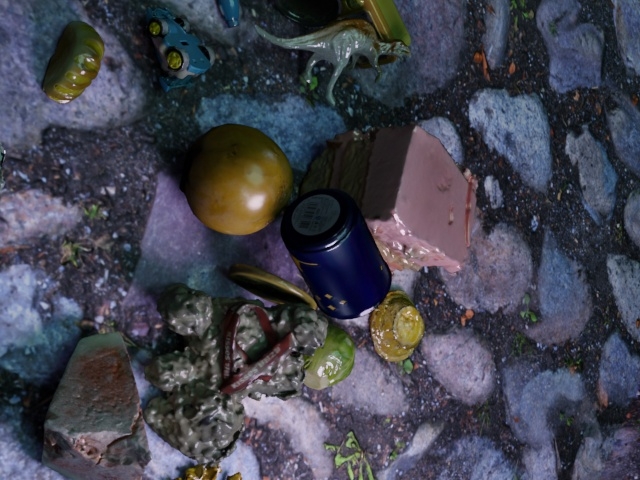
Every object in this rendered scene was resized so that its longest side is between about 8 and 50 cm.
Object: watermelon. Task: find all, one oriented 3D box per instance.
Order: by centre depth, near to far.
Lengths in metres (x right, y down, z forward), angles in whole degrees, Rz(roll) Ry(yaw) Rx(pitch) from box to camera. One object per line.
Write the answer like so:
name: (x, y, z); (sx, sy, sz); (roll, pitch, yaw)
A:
watermelon: (-0.391, 0.336, 1.479); (0.193, 0.232, 0.310); (15, 98, -7)

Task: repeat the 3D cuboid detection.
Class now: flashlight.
flashlight: (-0.198, -0.526, 1.739); (0.051, 0.051, 0.129); (-25, 109, -39)

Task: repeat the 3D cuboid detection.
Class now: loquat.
loquat: (-0.170, -0.124, 1.648); (0.235, 0.235, 0.234); (-1, 91, -42)

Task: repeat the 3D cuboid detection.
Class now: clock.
clock: (0.115, -0.527, 1.954); (0.096, 0.143, 0.202); (-53, 123, -35)

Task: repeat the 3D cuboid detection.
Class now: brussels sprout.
brussels sprout: (0.016, 0.272, 1.893); (0.155, 0.118, 0.155); (6, 83, -50)

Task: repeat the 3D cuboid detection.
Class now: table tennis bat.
table tennis bat: (-0.081, 0.125, 1.774); (0.050, 0.199, 0.321); (-67, 150, -17)

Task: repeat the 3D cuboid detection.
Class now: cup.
cup: (-0.004, 0.018, 1.692); (0.178, 0.255, 0.256); (-64, 147, -27)

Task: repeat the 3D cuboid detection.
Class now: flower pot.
flower pot: (-0.022, -0.578, 1.837); (0.157, 0.158, 0.106); (31, 58, -38)

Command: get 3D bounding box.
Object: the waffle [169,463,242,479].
waffle: (-0.252, 0.586, 1.702); (0.229, 0.051, 0.231); (-15, 101, -41)

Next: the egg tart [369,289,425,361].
egg tart: (0.205, 0.222, 2.092); (0.191, 0.074, 0.191); (1, 89, -39)

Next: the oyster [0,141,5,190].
oyster: (-0.628, -0.151, 1.336); (0.199, 0.112, 0.267); (-4, 102, -21)

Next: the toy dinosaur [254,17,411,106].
toy dinosaur: (0.014, -0.431, 1.850); (0.393, 0.092, 0.205); (18, 114, -27)

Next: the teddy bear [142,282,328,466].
teddy bear: (-0.193, 0.287, 1.652); (0.358, 0.224, 0.367); (13, 83, -22)

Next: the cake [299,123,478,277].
cake: (0.163, -0.097, 1.893); (0.314, 0.307, 0.293); (26, 72, -39)

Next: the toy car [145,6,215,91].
toy car: (-0.305, -0.385, 1.633); (0.161, 0.098, 0.126); (50, 26, 2)

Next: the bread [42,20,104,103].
bread: (-0.446, -0.334, 1.495); (0.083, 0.094, 0.157); (24, 66, -35)
